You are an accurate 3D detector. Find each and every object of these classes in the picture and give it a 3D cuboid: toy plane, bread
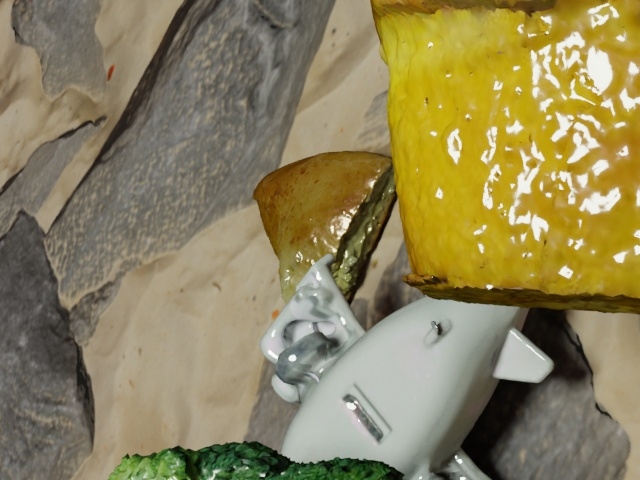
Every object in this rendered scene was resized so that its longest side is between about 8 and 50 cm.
[{"bbox_3d":[0.062,0.111,1.143,0.252,0.118,0.252,2,93,34],"label":"toy plane"},{"bbox_3d":[0.206,-0.060,0.866,0.398,0.398,0.215,0,85,47],"label":"bread"},{"bbox_3d":[0.011,-0.022,1.287,0.136,0.054,0.154,-40,55,29],"label":"bread"}]

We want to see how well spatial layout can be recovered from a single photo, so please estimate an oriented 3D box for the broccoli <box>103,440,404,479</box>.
[{"bbox_3d":[-0.044,0.254,1.035,0.294,0.265,0.245,-21,29,17],"label":"broccoli"}]
